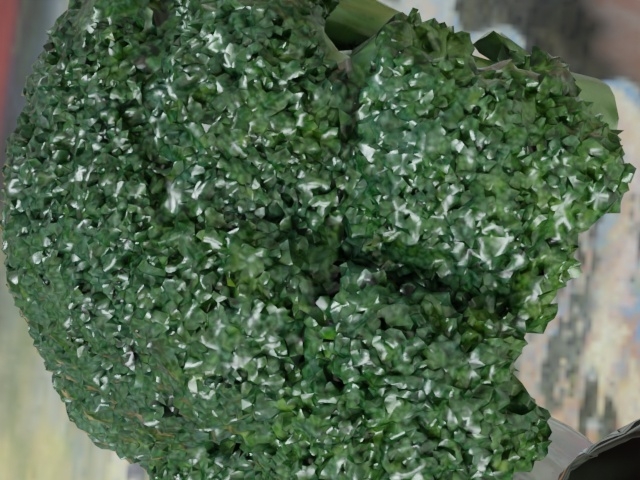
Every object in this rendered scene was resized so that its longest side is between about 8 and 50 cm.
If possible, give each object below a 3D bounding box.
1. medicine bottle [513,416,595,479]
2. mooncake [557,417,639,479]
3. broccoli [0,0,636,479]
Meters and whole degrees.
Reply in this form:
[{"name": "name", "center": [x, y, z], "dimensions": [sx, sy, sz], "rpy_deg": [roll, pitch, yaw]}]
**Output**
[{"name": "medicine bottle", "center": [0.087, 0.287, 1.127], "dimensions": [0.302, 0.241, 0.241], "rpy_deg": [-37, -30, -34]}, {"name": "mooncake", "center": [0.210, 0.270, 0.658], "dimensions": [0.212, 0.350, 0.381], "rpy_deg": [-58, -25, -51]}, {"name": "broccoli", "center": [0.000, 0.000, 0.614], "dimensions": [0.294, 0.245, 0.265], "rpy_deg": [-149, 47, -69]}]
